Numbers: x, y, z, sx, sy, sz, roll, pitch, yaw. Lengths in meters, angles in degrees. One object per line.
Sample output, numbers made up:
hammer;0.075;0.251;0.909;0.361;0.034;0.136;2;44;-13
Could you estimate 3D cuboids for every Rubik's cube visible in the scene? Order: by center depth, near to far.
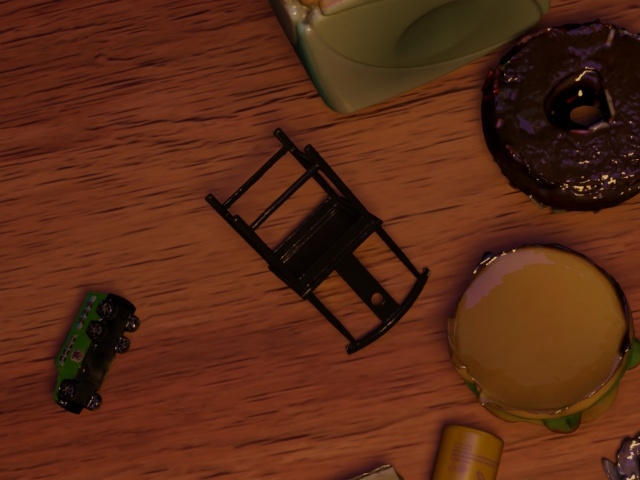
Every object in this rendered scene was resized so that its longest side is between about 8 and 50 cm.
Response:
Rubik's cube;0.077;-0.410;1.619;0.347;0.351;0.352;-26;74;1

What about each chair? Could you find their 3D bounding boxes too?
chair;0.000;0.000;1.630;0.154;0.141;0.260;-44;116;-4

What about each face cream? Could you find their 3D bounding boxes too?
face cream;0.154;0.364;1.520;0.078;0.078;0.273;13;76;13

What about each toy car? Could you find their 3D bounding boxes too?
toy car;-0.305;0.148;1.667;0.062;0.071;0.165;18;77;29

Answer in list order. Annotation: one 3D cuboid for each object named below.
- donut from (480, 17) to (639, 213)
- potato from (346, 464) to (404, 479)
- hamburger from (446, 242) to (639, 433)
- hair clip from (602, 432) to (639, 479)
donut;0.337;-0.157;1.633;0.270;0.103;0.269;-2;71;7
potato;0.054;0.329;1.549;0.122;0.086;0.061;-21;58;5
hamburger;0.276;0.128;1.535;0.237;0.149;0.237;-6;68;15
hair clip;0.407;0.322;1.509;0.124;0.052;0.195;-12;67;0
